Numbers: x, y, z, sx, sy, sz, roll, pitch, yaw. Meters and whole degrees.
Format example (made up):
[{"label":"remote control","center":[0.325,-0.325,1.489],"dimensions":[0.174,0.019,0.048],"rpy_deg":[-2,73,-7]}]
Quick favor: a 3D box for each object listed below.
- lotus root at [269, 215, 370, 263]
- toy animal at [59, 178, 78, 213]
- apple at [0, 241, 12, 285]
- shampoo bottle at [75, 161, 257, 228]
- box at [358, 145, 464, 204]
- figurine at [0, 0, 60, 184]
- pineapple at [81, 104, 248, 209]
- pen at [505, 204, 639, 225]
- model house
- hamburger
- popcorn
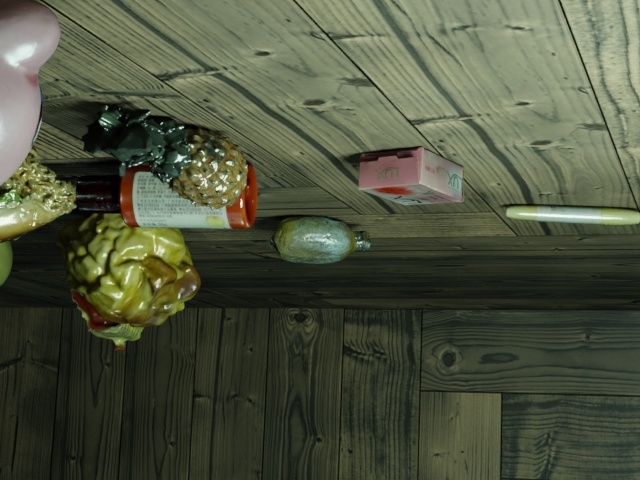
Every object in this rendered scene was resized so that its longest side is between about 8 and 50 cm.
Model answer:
[{"label":"lotus root","center":[0.000,0.000,2.339],"dimensions":[0.192,0.088,0.113],"rpy_deg":[3,164,-7]},{"label":"toy animal","center":[-0.403,-0.078,2.070],"dimensions":[0.083,0.060,0.081],"rpy_deg":[-10,166,19]},{"label":"apple","center":[-0.692,0.024,2.383],"dimensions":[0.200,0.200,0.200],"rpy_deg":[2,170,0]},{"label":"shampoo bottle","center":[-0.244,-0.071,1.916],"dimensions":[0.278,0.104,0.104],"rpy_deg":[1,170,9]},{"label":"box","center":[0.136,-0.093,1.835],"dimensions":[0.111,0.060,0.156],"rpy_deg":[-2,169,34]},{"label":"figurine","center":[-0.407,-0.139,1.231],"dimensions":[0.261,0.211,0.270],"rpy_deg":[7,170,-24]},{"label":"pineapple","center":[-0.209,-0.119,1.654],"dimensions":[0.237,0.111,0.119],"rpy_deg":[19,132,-43]},{"label":"pen","center":[0.437,-0.046,2.131],"dimensions":[0.233,0.032,0.040],"rpy_deg":[3,-166,3]},{"label":"model house","center":[-0.421,0.099,2.535],"dimensions":[0.160,0.254,0.196],"rpy_deg":[-2,171,2]},{"label":"hamburger","center":[-0.510,-0.065,1.827],"dimensions":[0.286,0.146,0.243],"rpy_deg":[-14,-170,0]},{"label":"popcorn","center":[-0.360,0.034,2.301],"dimensions":[0.265,0.225,0.332],"rpy_deg":[27,178,-43]}]
